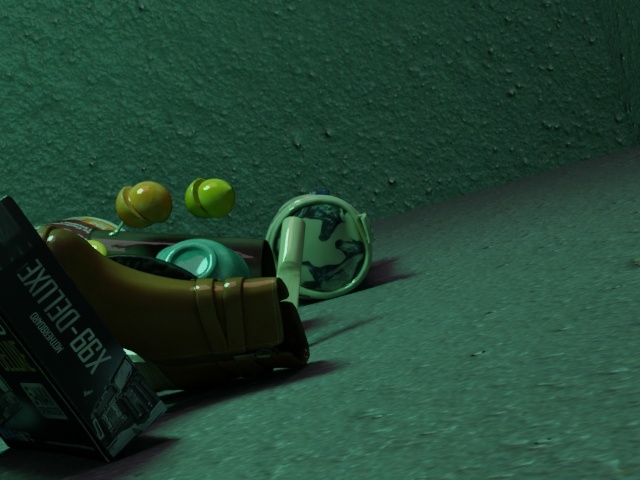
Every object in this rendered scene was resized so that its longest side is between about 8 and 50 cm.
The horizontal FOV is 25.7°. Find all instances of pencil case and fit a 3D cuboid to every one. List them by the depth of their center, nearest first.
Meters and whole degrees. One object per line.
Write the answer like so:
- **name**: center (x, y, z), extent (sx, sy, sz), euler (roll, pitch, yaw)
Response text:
- **pencil case**: center (0.000, 0.000, 2.270), extent (0.183, 0.160, 0.410), euler (-30, 3, 0)

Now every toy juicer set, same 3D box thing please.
- **toy juicer set**: center (-0.136, 0.026, 1.739), extent (0.329, 0.089, 0.209), euler (16, 56, 20)

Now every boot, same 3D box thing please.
- **boot**: center (-0.149, 0.068, 1.427), extent (0.220, 0.283, 0.109), euler (-7, 49, 19)

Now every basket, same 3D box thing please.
- **basket**: center (-0.176, 0.073, 1.851), extent (0.226, 0.204, 0.154), euler (-5, 23, 7)

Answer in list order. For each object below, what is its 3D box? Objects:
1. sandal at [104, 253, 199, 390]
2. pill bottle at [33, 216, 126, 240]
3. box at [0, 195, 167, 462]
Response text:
- **sandal**: center (-0.331, 0.123, 1.637), extent (0.445, 0.168, 0.107), euler (-16, 8, 0)
- **pill bottle**: center (-0.394, 0.094, 1.935), extent (0.224, 0.224, 0.392), euler (-15, 3, 14)
- **box**: center (-0.297, 0.089, 1.341), extent (0.076, 0.242, 0.307), euler (-41, 16, -26)
